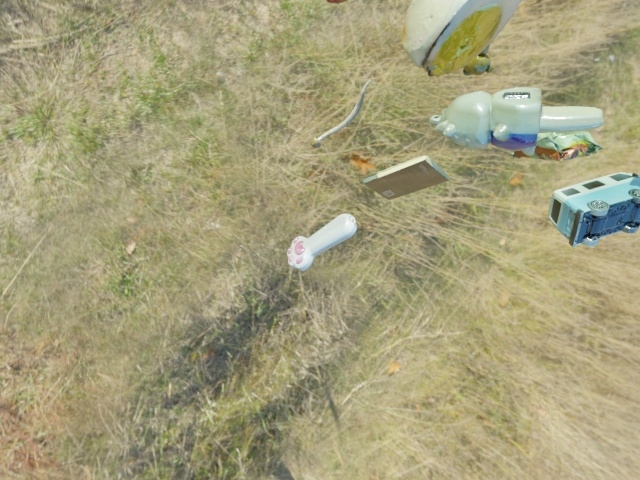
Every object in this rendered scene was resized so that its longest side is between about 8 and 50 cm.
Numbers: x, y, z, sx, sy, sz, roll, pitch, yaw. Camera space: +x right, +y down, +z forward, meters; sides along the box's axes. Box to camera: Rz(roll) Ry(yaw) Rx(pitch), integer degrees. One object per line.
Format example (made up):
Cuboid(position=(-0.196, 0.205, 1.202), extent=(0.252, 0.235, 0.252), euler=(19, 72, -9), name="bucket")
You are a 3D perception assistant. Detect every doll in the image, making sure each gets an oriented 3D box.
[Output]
Cuboid(position=(0.642, -0.791, 1.882), extent=(0.097, 0.137, 0.209), euler=(-46, 127, -40), name="doll")

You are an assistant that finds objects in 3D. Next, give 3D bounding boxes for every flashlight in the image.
Cuboid(position=(0.000, 0.000, 1.090), extent=(0.200, 0.093, 0.047), euler=(-32, 138, 24), name="flashlight")

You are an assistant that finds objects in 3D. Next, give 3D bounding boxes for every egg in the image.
Cuboid(position=(0.344, -0.603, 1.180), extent=(0.337, 0.337, 0.201), euler=(-35, 77, -19), name="egg")

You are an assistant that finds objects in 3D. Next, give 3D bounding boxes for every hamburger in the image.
Cuboid(position=(0.780, -0.356, 1.543), extent=(0.261, 0.276, 0.150), euler=(-4, 105, -6), name="hamburger")

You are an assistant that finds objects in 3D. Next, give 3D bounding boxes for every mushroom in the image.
Cuboid(position=(0.081, -0.425, 1.568), extent=(0.306, 0.043, 0.068), euler=(-40, 168, 28), name="mushroom")

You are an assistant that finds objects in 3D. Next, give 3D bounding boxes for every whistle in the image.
Cuboid(position=(0.292, -0.183, 0.699), extent=(0.110, 0.244, 0.092), euler=(-62, 151, -48), name="whistle")

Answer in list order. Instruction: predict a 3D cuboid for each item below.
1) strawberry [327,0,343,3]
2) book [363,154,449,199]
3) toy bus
Cuboid(position=(0.065, -0.830, 1.453), extent=(0.131, 0.148, 0.131), euler=(-9, 111, -25), name="strawberry")
Cuboid(position=(0.275, -0.195, 1.463), extent=(0.160, 0.228, 0.024), euler=(26, 57, -43), name="book")
Cuboid(position=(0.805, -0.101, 1.293), extent=(0.271, 0.165, 0.133), euler=(-15, 129, -6), name="toy bus")
